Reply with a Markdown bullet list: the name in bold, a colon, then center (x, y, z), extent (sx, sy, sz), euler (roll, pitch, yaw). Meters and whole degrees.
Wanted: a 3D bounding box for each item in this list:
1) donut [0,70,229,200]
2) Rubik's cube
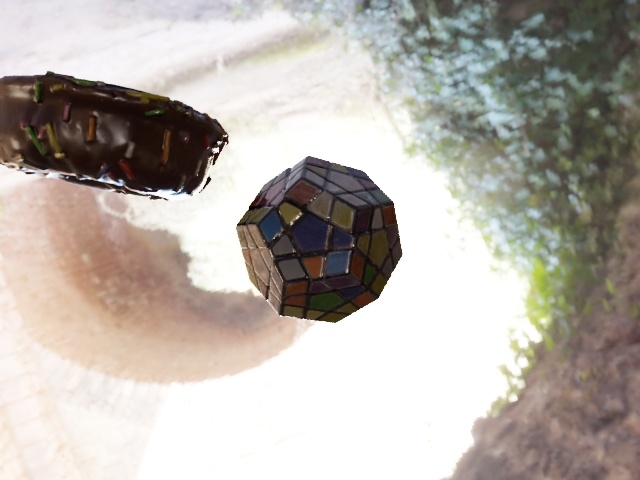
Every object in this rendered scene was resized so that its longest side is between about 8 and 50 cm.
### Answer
- **donut**: center (-0.200, -0.093, 0.937), extent (0.235, 0.089, 0.235), euler (10, 177, 1)
- **Rubik's cube**: center (0.000, 0.000, 0.660), extent (0.111, 0.111, 0.093), euler (-22, 139, -57)
